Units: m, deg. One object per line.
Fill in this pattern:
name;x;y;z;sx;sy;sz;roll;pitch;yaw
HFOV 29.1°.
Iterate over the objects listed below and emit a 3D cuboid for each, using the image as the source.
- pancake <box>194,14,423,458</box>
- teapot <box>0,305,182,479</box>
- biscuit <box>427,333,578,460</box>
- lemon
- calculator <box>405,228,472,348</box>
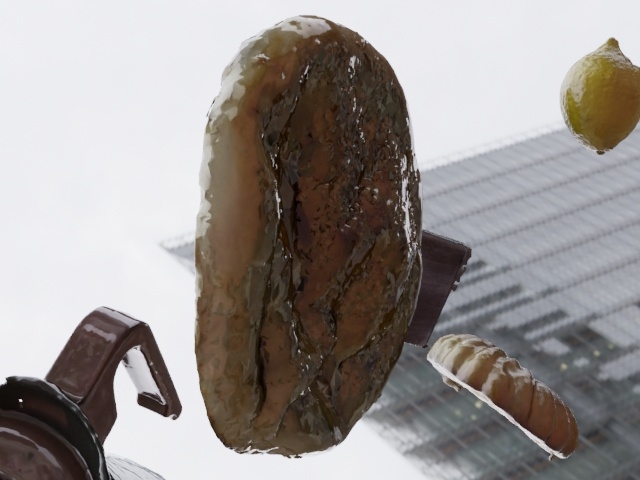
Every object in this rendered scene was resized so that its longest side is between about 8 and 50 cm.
pancake;0.000;-0.001;1.046;0.387;0.082;0.387;-11;-78;-59
teapot;-0.239;0.260;1.082;0.376;0.305;0.362;-61;-18;-24
biscuit;0.192;0.153;1.281;0.061;0.183;0.118;-51;-20;-5
lemon;0.217;-0.112;0.950;0.065;0.065;0.092;9;-92;-40
calculator;0.056;0.041;1.614;0.261;0.021;0.161;19;-76;-21
